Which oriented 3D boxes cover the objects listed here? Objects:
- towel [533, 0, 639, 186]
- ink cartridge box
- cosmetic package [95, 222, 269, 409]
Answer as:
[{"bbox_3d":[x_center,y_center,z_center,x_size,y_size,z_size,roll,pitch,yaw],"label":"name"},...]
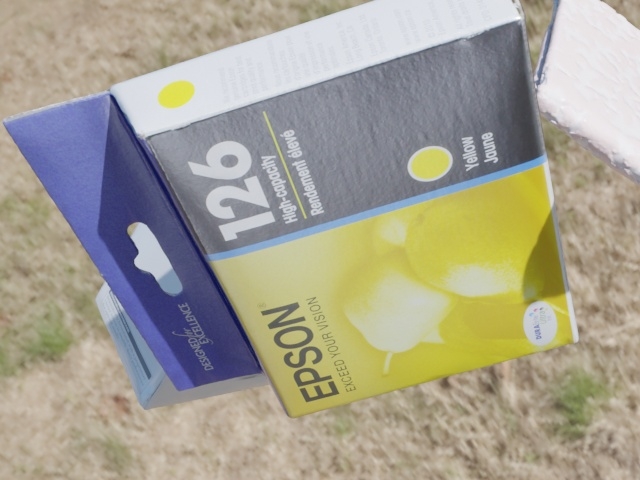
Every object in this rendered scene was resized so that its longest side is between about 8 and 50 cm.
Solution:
[{"bbox_3d":[0.444,-0.192,1.582,0.053,0.332,0.317,-48,14,42],"label":"towel"},{"bbox_3d":[0.000,0.000,0.737,0.307,0.303,0.072,-18,47,4],"label":"ink cartridge box"},{"bbox_3d":[-0.060,0.030,1.072,0.224,0.224,0.138,-52,57,40],"label":"cosmetic package"}]
